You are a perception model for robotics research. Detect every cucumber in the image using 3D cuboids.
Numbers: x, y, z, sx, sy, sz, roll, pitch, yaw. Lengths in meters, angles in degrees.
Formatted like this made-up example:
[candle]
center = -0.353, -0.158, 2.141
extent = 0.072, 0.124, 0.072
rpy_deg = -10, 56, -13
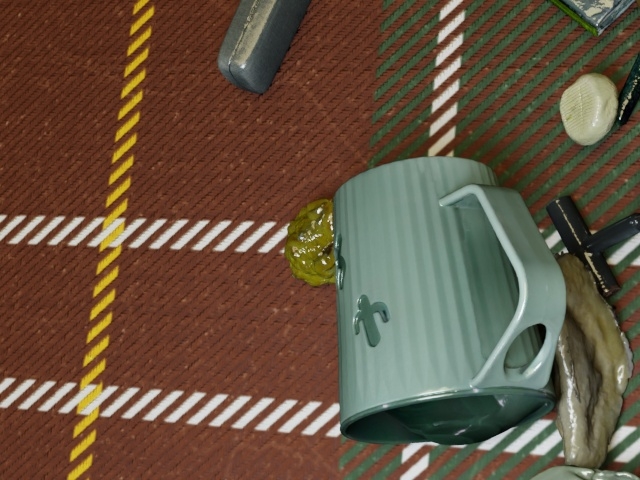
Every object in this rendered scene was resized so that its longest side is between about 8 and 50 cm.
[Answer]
[cucumber]
center = 0.496, -0.241, 1.881
extent = 0.032, 0.032, 0.133
rpy_deg = 24, 87, 22

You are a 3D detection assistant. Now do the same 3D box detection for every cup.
[cup]
center = 0.202, 0.091, 1.747
extent = 0.401, 0.310, 0.392
rpy_deg = -18, 67, 29

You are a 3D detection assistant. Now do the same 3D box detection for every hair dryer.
[hair dryer]
center = 0.432, -0.026, 1.783
extent = 0.050, 0.195, 0.173
rpy_deg = -14, 66, -30

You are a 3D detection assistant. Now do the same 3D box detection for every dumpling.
[dumpling]
center = 0.387, 0.181, 1.774
extent = 0.086, 0.166, 0.332
rpy_deg = -7, 86, 47

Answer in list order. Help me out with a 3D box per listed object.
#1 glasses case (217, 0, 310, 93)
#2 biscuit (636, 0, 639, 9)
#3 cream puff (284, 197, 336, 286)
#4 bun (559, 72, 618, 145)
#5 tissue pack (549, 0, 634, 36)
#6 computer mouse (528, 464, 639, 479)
[glasses case]
center = -0.076, -0.417, 2.064
extent = 0.074, 0.131, 0.323
rpy_deg = 22, 85, 21
[biscuit]
center = 0.624, -0.446, 1.813
extent = 0.268, 0.115, 0.366
rpy_deg = 28, 85, 1
[cream puff]
center = 0.000, 0.000, 1.949
extent = 0.146, 0.116, 0.146
rpy_deg = -4, 74, 15
[bun]
center = 0.430, -0.206, 1.865
extent = 0.069, 0.115, 0.115
rpy_deg = 4, 74, -24
[tissue pack]
center = 0.424, -0.465, 1.936
extent = 0.173, 0.073, 0.235
rpy_deg = -45, 69, 1
[computer mouse]
center = 0.457, 0.467, 1.666
extent = 0.429, 0.145, 0.228
rpy_deg = 34, 95, 8
